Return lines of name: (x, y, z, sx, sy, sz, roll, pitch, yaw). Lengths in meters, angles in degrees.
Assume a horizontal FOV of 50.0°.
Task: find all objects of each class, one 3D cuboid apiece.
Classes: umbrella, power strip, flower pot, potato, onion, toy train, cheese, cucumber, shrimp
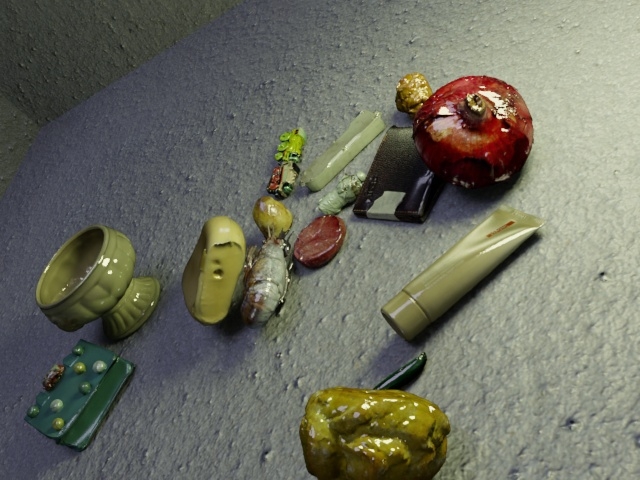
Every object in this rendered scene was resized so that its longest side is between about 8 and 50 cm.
umbrella: (0.056, -0.116, 1.690, 0.143, 0.062, 0.067, -43, 70, 16)
power strip: (0.056, -0.236, 1.820, 0.286, 0.048, 0.080, -45, 34, -2)
flower pot: (-0.608, 0.134, 1.913, 0.307, 0.244, 0.308, -27, 39, 24)
potato: (-0.131, -0.055, 1.770, 0.096, 0.103, 0.066, -38, 33, 9)
onion: (0.311, -0.231, 1.409, 0.252, 0.219, 0.252, -4, 73, 14)
toy train: (-0.093, -0.218, 1.940, 0.085, 0.053, 0.250, -14, 45, 26)
cheese: (-0.260, 0.059, 1.695, 0.316, 0.128, 0.260, -135, 64, -69)
cucumber: (0.125, 0.269, 1.258, 0.184, 0.036, 0.033, -40, 46, 6)
shrimp: (-0.123, 0.074, 1.622, 0.116, 0.145, 0.343, 10, 40, 1)

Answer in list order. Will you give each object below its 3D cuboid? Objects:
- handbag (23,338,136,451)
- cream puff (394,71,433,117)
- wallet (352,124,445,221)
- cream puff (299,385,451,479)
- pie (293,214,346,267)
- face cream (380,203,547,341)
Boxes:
handbag: (-0.649, 0.397, 1.807, 0.274, 0.100, 0.269, 8, 60, 46)
cream puff: (0.233, -0.360, 1.723, 0.094, 0.116, 0.122, -22, 24, 8)
wallet: (0.201, -0.165, 1.600, 0.220, 0.071, 0.262, 9, 67, 47)
cream puff: (0.082, 0.314, 1.083, 0.244, 0.244, 0.196, -9, 48, 38)
pie: (0.000, 0.000, 1.645, 0.154, 0.036, 0.155, -25, 39, 23)
face cream: (0.267, 0.054, 1.313, 0.341, 0.084, 0.137, -40, 26, -7)
